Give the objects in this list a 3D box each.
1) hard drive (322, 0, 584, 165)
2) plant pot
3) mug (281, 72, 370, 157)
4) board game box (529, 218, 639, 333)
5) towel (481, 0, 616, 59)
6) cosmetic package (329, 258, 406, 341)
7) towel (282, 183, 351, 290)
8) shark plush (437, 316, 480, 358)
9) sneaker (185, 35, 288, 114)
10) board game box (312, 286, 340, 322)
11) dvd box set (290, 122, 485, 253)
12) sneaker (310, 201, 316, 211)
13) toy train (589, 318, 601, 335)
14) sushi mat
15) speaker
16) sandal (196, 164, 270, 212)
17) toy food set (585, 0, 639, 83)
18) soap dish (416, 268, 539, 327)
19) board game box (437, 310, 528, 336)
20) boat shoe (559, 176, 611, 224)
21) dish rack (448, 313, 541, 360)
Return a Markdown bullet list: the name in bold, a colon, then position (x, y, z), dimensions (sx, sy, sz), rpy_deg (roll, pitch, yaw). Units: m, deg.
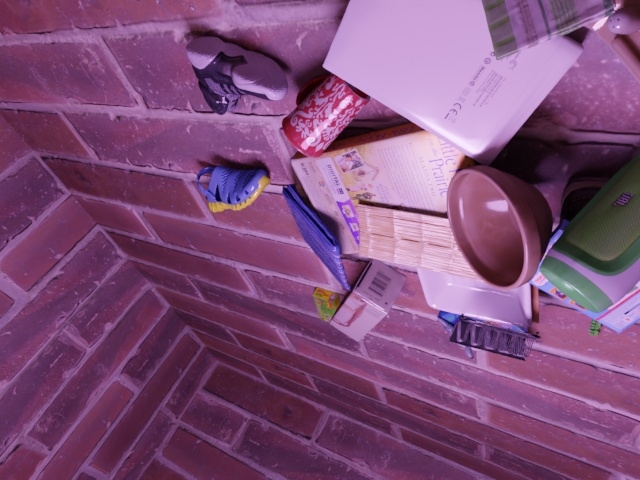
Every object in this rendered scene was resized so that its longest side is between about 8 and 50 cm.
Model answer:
- **hard drive**: position (0.202, -0.309, 0.751), dimensions (0.352, 0.047, 0.233), rpy_deg (31, 131, 1)
- **plant pot**: position (0.344, -0.036, 0.830), dimensions (0.237, 0.109, 0.238), rpy_deg (159, 90, -79)
- **mug**: position (0.003, -0.284, 0.933), dimensions (0.169, 0.113, 0.150), rpy_deg (-38, 84, 35)
- **board game box**: position (0.504, 0.070, 0.827), dimensions (0.211, 0.039, 0.160), rpy_deg (31, 146, 13)
- **towel**: position (0.309, -0.329, 0.617), dimensions (0.151, 0.113, 0.023), rpy_deg (-15, 169, 32)
- **cosmetic package**: position (0.147, 0.202, 1.464), dimensions (0.129, 0.153, 0.296), rpy_deg (31, 147, 5)
- **towel**: position (0.000, 0.000, 1.264), dimensions (0.243, 0.040, 0.336), rpy_deg (51, 172, 24)
- **shark plush**: position (0.432, 0.277, 1.346), dimensions (0.161, 0.073, 0.067), rpy_deg (41, 135, 27)
- **sneaker**: position (-0.187, -0.358, 1.038), dimensions (0.268, 0.101, 0.153), rpy_deg (30, 150, 16)
- **board game box**: position (0.032, 0.262, 1.749), dimensions (0.092, 0.043, 0.181), rpy_deg (16, 145, 24)
- **dvd box set**: position (0.167, -0.108, 1.032), dimensions (0.419, 0.062, 0.308), rpy_deg (-6, 127, 36)
- **sneaker**: position (0.065, -0.086, 1.214), dimensions (0.209, 0.069, 0.082), rpy_deg (29, 149, 7)
- **toy train**: position (0.695, 0.214, 1.124), dimensions (0.023, 0.017, 0.083), rpy_deg (3, 139, 24)
- **sushi mat**: position (0.233, 0.004, 1.022), dimensions (0.316, 0.019, 0.152), rpy_deg (12, 125, 22)
- **speaker**: position (0.490, -0.031, 0.696), dimensions (0.131, 0.297, 0.131), rpy_deg (40, -174, -5)
- **sandal**: position (-0.280, -0.170, 1.360), dimensions (0.317, 0.126, 0.138), rpy_deg (-7, 127, 44)
- **toy food set**: position (0.455, -0.243, 0.513), dimensions (0.306, 0.092, 0.220), rpy_deg (65, 154, 18)
- **soap dish**: position (0.396, 0.092, 1.122), dimensions (0.290, 0.118, 0.229), rpy_deg (9, 141, 34)
- **board game box**: position (0.473, 0.232, 1.314), dimensions (0.160, 0.047, 0.210), rpy_deg (37, 149, -7)
- **boat shoe**: position (0.536, 0.037, 0.908), dimensions (0.132, 0.130, 0.356), rpy_deg (5, 139, 38)
- **dish rack**: position (0.446, 0.251, 1.154), dimensions (0.208, 0.074, 0.271), rpy_deg (11, 169, 16)
